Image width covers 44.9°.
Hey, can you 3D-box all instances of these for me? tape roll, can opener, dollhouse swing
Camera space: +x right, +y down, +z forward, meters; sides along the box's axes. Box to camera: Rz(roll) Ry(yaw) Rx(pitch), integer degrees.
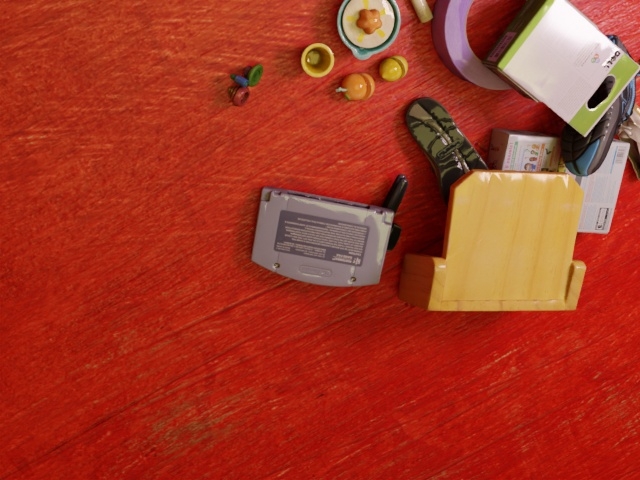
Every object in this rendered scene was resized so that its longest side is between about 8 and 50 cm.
[{"bbox_3d":[0.381,-0.465,1.654,0.275,0.090,0.274,-4,110,-11],"label":"tape roll"},{"bbox_3d":[0.157,-0.066,1.764,0.073,0.059,0.186,9,111,-22],"label":"can opener"},{"bbox_3d":[0.380,0.000,1.744,0.347,0.315,0.304,0,92,-12],"label":"dollhouse swing"}]

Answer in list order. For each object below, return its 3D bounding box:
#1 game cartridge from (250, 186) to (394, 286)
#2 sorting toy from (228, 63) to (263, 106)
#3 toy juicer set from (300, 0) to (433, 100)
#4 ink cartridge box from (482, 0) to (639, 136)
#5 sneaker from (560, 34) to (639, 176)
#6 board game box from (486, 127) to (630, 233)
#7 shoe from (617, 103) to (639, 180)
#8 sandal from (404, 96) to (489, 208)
[{"bbox_3d":[0.000,0.000,1.731,0.297,0.062,0.198,11,112,-2],"label":"game cartridge"},{"bbox_3d":[-0.163,-0.331,1.614,0.042,0.061,0.102,31,94,15],"label":"sorting toy"},{"bbox_3d":[0.127,-0.434,1.612,0.209,0.089,0.329,37,98,-21],"label":"toy juicer set"},{"bbox_3d":[0.498,-0.364,1.605,0.255,0.097,0.188,34,100,-17],"label":"ink cartridge box"},{"bbox_3d":[0.633,-0.283,1.698,0.140,0.125,0.340,29,73,-29],"label":"sneaker"},{"bbox_3d":[0.538,-0.137,1.801,0.304,0.097,0.223,3,108,-14],"label":"board game box"},{"bbox_3d":[0.744,-0.234,1.819,0.058,0.076,0.219,-35,115,-3],"label":"shoe"},{"bbox_3d":[0.293,-0.188,1.744,0.120,0.086,0.302,-27,98,5],"label":"sandal"}]
